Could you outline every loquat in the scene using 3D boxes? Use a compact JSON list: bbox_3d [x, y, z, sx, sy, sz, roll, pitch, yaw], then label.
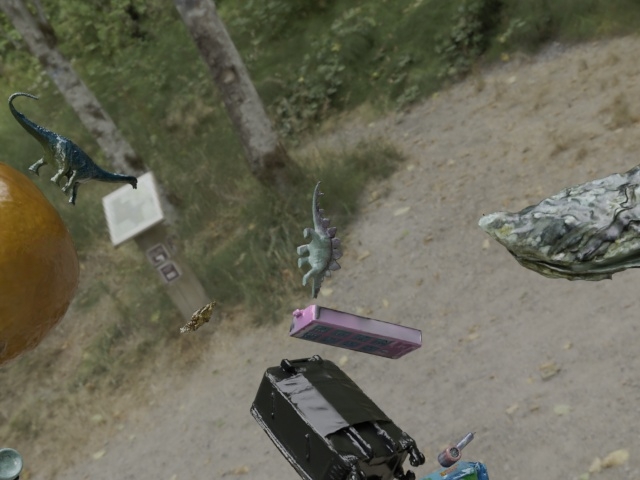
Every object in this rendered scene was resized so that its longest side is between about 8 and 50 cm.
[{"bbox_3d":[-0.327,0.020,0.694,0.187,0.176,0.234,-59,36,25],"label":"loquat"}]

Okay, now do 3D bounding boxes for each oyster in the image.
[{"bbox_3d":[0.394,-0.026,0.973,0.350,0.158,0.162,-8,-2,21],"label":"oyster"},{"bbox_3d":[-0.246,0.160,1.463,0.093,0.034,0.051,-43,-1,-7],"label":"oyster"}]

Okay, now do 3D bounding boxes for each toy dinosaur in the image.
[{"bbox_3d":[-0.001,-0.001,1.271,0.082,0.209,0.039,-3,5,-31],"label":"toy dinosaur"},{"bbox_3d":[-0.595,-0.182,1.678,0.076,0.363,0.147,-1,57,49],"label":"toy dinosaur"}]

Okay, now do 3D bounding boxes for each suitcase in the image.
[{"bbox_3d":[0.029,0.484,1.841,0.283,0.194,0.434,0,31,-42],"label":"suitcase"}]

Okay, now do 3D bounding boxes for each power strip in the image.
[{"bbox_3d":[0.071,0.186,1.440,0.109,0.278,0.038,-40,41,51],"label":"power strip"}]

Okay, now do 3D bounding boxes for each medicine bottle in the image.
[{"bbox_3d":[-0.694,0.484,1.448,0.258,0.124,0.079,-36,13,34],"label":"medicine bottle"}]

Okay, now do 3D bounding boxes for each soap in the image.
[{"bbox_3d":[0.267,0.617,1.649,0.293,0.156,0.077,-16,12,-25],"label":"soap"}]

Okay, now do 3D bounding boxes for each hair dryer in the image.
[{"bbox_3d":[0.320,0.468,1.636,0.114,0.037,0.063,-33,-19,-29],"label":"hair dryer"}]
